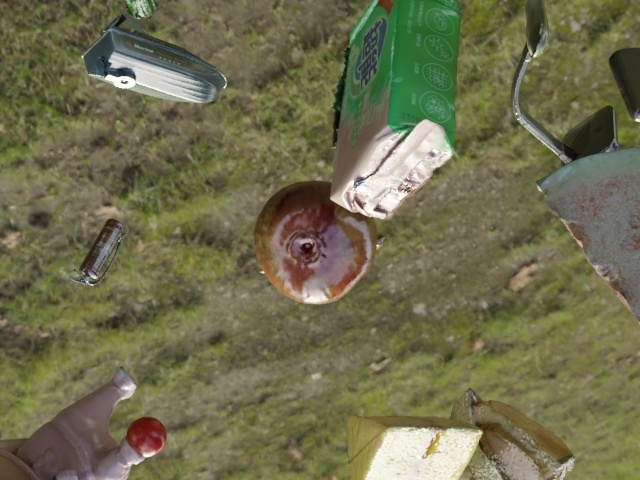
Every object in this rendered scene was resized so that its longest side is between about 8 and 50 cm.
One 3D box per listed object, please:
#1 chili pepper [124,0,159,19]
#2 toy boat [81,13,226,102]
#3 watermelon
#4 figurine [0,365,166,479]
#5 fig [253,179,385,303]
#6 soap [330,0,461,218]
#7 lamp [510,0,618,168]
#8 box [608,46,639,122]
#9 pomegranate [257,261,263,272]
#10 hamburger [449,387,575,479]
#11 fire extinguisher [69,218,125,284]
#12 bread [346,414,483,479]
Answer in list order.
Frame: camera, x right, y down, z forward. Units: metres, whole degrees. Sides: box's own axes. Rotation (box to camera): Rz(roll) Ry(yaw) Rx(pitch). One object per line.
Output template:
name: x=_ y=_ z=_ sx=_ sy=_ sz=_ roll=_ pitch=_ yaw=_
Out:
chili pepper: x=-0.327 y=-0.478 z=1.382 sx=0.059 sy=0.088 sz=0.227 roll=-19 pitch=154 yaw=-8
toy boat: x=-0.248 y=-0.271 z=1.279 sx=0.246 sy=0.103 sz=0.093 roll=11 pitch=154 yaw=-42
watermelon: x=0.357 y=0.042 z=0.811 sx=0.193 sy=0.232 sz=0.310 roll=-31 pitch=105 yaw=-6
figurine: x=-0.307 y=0.255 z=0.879 sx=0.287 sy=0.176 sz=0.186 roll=-35 pitch=160 yaw=-12
fig: x=-0.002 y=0.000 z=1.279 sx=0.205 sy=0.205 sz=0.205 roll=-17 pitch=142 yaw=-14
soap: x=0.092 y=-0.173 z=0.961 sx=0.098 sy=0.273 sz=0.218 roll=20 pitch=146 yaw=-19
lamp: x=0.389 y=-0.265 z=1.370 sx=0.125 sy=0.203 sz=0.283 roll=-22 pitch=125 yaw=35
box: x=0.479 y=-0.216 z=1.153 sx=0.126 sy=0.125 sz=0.027 roll=-2 pitch=150 yaw=-8
pomegranate: x=-0.030 y=0.039 z=1.741 sx=0.205 sy=0.159 sz=0.159 roll=-5 pitch=145 yaw=12
hamburger: x=0.310 y=0.353 z=1.389 sx=0.135 sy=0.208 sz=0.155 roll=-58 pitch=155 yaw=11
fire extinguisher: x=-0.451 y=0.030 z=1.675 sx=0.043 sy=0.158 sz=0.064 roll=-13 pitch=135 yaw=44
bread: x=0.148 y=0.302 z=1.326 sx=0.168 sy=0.163 sz=0.264 roll=4 pitch=137 yaw=-9
